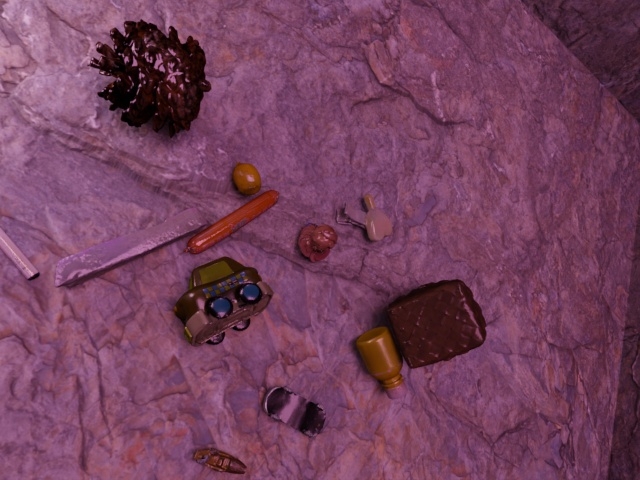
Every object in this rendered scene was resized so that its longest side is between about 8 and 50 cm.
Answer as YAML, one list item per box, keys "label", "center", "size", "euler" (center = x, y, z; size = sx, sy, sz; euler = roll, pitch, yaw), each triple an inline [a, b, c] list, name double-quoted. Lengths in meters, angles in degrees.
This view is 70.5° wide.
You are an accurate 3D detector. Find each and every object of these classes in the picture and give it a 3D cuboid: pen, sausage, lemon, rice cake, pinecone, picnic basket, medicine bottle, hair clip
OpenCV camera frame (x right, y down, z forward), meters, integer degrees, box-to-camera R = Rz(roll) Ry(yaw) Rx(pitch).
- label: "pen"
  center: [-0.750, -0.019, 1.046]
  size: [0.033, 0.033, 0.269]
  euler: [-42, 100, -29]
- label: "sausage"
  center: [-0.248, -0.058, 1.323]
  size: [0.348, 0.053, 0.053]
  euler: [-37, 98, -30]
- label: "lemon"
  center: [-0.220, -0.187, 1.351]
  size: [0.082, 0.082, 0.110]
  euler: [-21, 86, -31]
- label: "rice cake"
  center: [-0.483, 0.014, 1.171]
  size: [0.399, 0.064, 0.070]
  euler: [-27, 84, -31]
- label: "pinecone"
  center: [-0.440, -0.418, 1.184]
  size: [0.296, 0.242, 0.297]
  euler: [18, 65, -28]
- label: "picnic basket"
  center: [0.377, 0.263, 1.476]
  size: [0.292, 0.321, 0.253]
  euler: [-22, 79, 12]
- label: "medicine bottle"
  center: [0.205, 0.393, 1.441]
  size: [0.122, 0.122, 0.212]
  euler: [-25, 93, -31]
- label: "hair clip"
  center: [0.162, -0.078, 1.555]
  size: [0.219, 0.071, 0.158]
  euler: [20, 68, -29]

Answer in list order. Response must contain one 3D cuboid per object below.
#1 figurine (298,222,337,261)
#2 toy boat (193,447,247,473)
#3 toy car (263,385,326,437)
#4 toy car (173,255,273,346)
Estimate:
- label: "figurine"
  center: [-0.010, 0.002, 1.399]
  size: [0.114, 0.157, 0.126]
  euler: [-13, 91, -10]
- label: "toy boat"
  center: [-0.261, 0.576, 1.184]
  size: [0.149, 0.049, 0.047]
  euler: [29, 68, -21]
- label: "toy car"
  center: [-0.074, 0.489, 1.303]
  size: [0.205, 0.056, 0.095]
  euler: [33, 66, -16]
- label: "toy car"
  center: [-0.275, 0.145, 1.212]
  size: [0.248, 0.204, 0.198]
  euler: [-26, 69, -32]
